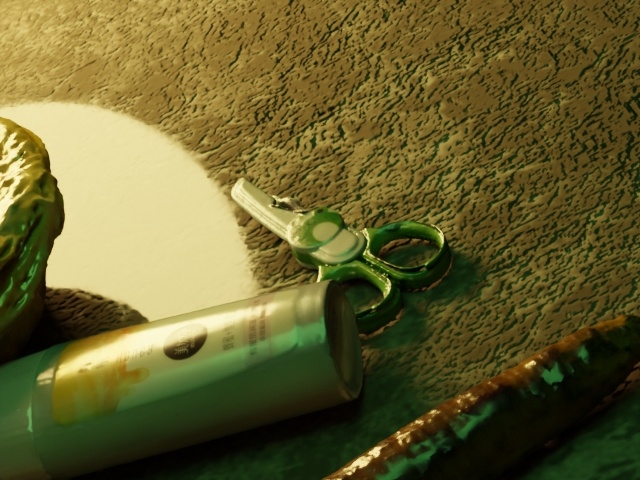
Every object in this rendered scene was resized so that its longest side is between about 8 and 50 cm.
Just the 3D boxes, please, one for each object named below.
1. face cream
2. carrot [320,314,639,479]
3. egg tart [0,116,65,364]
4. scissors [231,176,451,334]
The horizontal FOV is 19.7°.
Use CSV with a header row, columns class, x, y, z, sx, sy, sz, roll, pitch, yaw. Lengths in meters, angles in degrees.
class,x,y,z,sx,sy,sz,roll,pitch,yaw
face cream,-0.108,0.098,1.229,0.269,0.073,0.107,-15,35,16
carrot,0.072,0.131,1.092,0.314,0.066,0.066,-33,38,-10
egg tart,-0.311,0.038,1.377,0.319,0.128,0.319,-17,39,15
scissors,0.000,0.000,1.318,0.101,0.027,0.204,-39,41,-21
